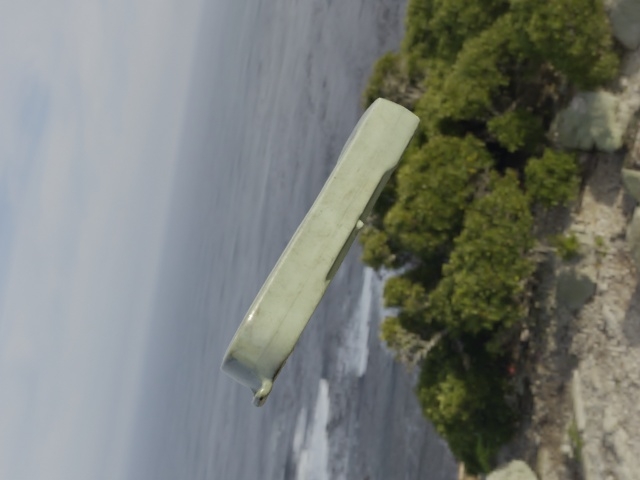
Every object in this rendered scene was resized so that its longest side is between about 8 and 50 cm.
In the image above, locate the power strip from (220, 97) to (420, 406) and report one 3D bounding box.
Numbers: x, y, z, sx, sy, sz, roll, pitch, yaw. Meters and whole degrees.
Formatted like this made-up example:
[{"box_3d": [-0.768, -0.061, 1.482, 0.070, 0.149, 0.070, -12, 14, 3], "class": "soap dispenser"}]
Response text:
[{"box_3d": [0.002, 0.002, 0.710, 0.286, 0.048, 0.080, -61, -2, -34], "class": "power strip"}]
